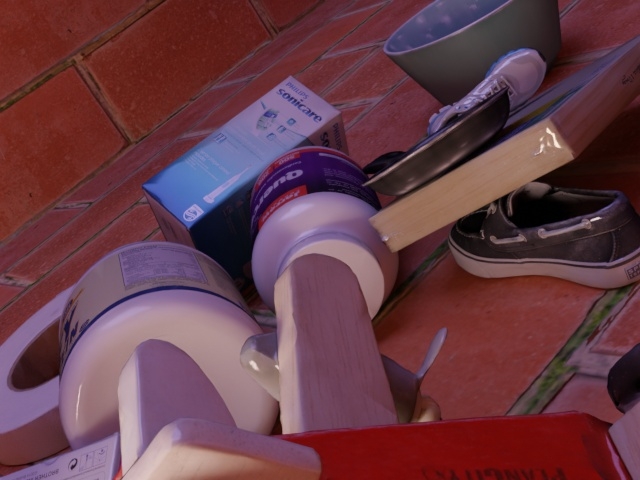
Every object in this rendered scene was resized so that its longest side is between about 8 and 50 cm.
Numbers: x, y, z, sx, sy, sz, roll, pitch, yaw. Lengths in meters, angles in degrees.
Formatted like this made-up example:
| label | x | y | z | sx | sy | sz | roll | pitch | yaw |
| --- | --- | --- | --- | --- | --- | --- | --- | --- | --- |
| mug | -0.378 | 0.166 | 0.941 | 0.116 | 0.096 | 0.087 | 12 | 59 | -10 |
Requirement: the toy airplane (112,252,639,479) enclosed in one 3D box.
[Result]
| label | x | y | z | sx | sy | sz | roll | pitch | yaw |
| --- | --- | --- | --- | --- | --- | --- | --- | --- | --- |
| toy airplane | 0.043 | 0.193 | 0.574 | 0.384 | 0.272 | 0.386 | 31 | 43 | 19 |

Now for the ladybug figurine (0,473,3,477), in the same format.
| label | x | y | z | sx | sy | sz | roll | pitch | yaw |
| --- | --- | --- | --- | --- | --- | --- | --- | --- | --- |
| ladybug figurine | -0.509 | 0.419 | 1.079 | 0.449 | 0.161 | 0.305 | -29 | 21 | 8 |

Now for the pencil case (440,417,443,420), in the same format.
| label | x | y | z | sx | sy | sz | roll | pitch | yaw |
| --- | --- | --- | --- | --- | --- | --- | --- | --- | --- |
| pencil case | -0.011 | 0.237 | 0.813 | 0.273 | 0.124 | 0.113 | -30 | 41 | 12 |

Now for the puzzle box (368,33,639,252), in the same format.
| label | x | y | z | sx | sy | sz | roll | pitch | yaw |
| --- | --- | --- | --- | --- | --- | --- | --- | --- | --- |
| puzzle box | 0.261 | -0.133 | 1.193 | 0.272 | 0.052 | 0.409 | -29 | 5 | 44 |

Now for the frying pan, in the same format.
| label | x | y | z | sx | sy | sz | roll | pitch | yaw |
| --- | --- | --- | --- | --- | --- | --- | --- | --- | --- |
| frying pan | 0.101 | -0.088 | 1.158 | 0.197 | 0.053 | 0.326 | -36 | 3 | -37 |

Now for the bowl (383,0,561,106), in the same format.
| label | x | y | z | sx | sy | sz | roll | pitch | yaw |
| --- | --- | --- | --- | --- | --- | --- | --- | --- | --- |
| bowl | 0.279 | -0.332 | 1.658 | 0.312 | 0.163 | 0.311 | -28 | 21 | 12 |

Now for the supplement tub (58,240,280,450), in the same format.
| label | x | y | z | sx | sy | sz | roll | pitch | yaw |
| --- | --- | --- | --- | --- | --- | --- | --- | --- | --- |
| supplement tub | -0.189 | 0.133 | 1.163 | 0.235 | 0.235 | 0.325 | -34 | 19 | -5 |

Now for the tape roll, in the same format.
| label | x | y | z | sx | sy | sz | roll | pitch | yaw |
| --- | --- | --- | --- | --- | --- | --- | --- | --- | --- |
| tape roll | -0.387 | 0.181 | 1.544 | 0.392 | 0.072 | 0.392 | -28 | 25 | 15 |

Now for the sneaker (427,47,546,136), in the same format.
| label | x | y | z | sx | sy | sz | roll | pitch | yaw |
| --- | --- | --- | --- | --- | --- | --- | --- | --- | --- |
| sneaker | 0.222 | -0.179 | 1.305 | 0.191 | 0.071 | 0.083 | -41 | 7 | 20 |

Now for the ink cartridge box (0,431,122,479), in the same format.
| label | x | y | z | sx | sy | sz | roll | pitch | yaw |
| --- | --- | --- | --- | --- | --- | --- | --- | --- | --- |
| ink cartridge box | -0.254 | 0.349 | 0.902 | 0.186 | 0.065 | 0.311 | -23 | 44 | 26 |

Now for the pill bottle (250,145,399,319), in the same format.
| label | x | y | z | sx | sy | sz | roll | pitch | yaw |
| --- | --- | --- | --- | --- | --- | --- | --- | --- | --- |
| pill bottle | 0.000 | 0.000 | 1.269 | 0.182 | 0.181 | 0.323 | -30 | 19 | 6 |

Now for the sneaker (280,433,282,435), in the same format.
| label | x | y | z | sx | sy | sz | roll | pitch | yaw |
| --- | --- | --- | --- | --- | --- | --- | --- | --- | --- |
| sneaker | -0.059 | 0.250 | 0.935 | 0.229 | 0.087 | 0.092 | -29 | 8 | -2 |

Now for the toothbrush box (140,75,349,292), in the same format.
| label | x | y | z | sx | sy | sz | roll | pitch | yaw |
| --- | --- | --- | --- | --- | --- | --- | --- | --- | --- |
| toothbrush box | -0.098 | -0.074 | 1.508 | 0.295 | 0.216 | 0.126 | -39 | 57 | -16 |

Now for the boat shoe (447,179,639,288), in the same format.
| label | x | y | z | sx | sy | sz | roll | pitch | yaw |
| --- | --- | --- | --- | --- | --- | --- | --- | --- | --- |
| boat shoe | 0.232 | -0.020 | 1.081 | 0.108 | 0.102 | 0.301 | -39 | 21 | -18 |
